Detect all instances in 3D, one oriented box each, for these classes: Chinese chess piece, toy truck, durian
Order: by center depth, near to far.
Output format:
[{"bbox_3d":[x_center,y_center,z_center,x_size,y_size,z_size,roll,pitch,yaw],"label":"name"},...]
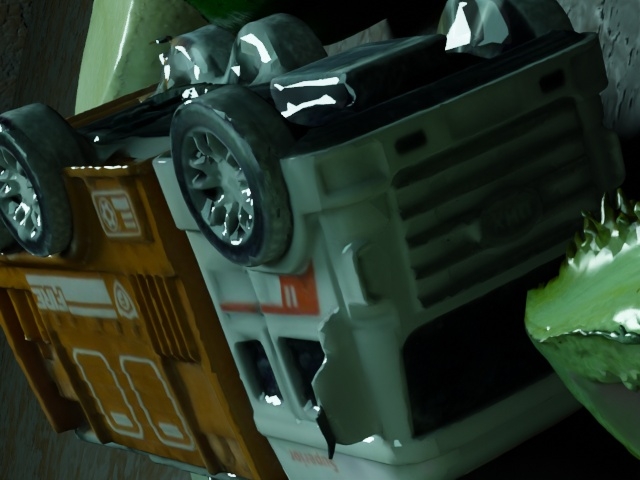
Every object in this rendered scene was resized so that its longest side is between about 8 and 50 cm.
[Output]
[{"bbox_3d":[0.153,0.023,0.516,0.095,0.137,0.221,-47,5,-15],"label":"durian"},{"bbox_3d":[-0.024,0.011,0.818,0.388,0.173,0.206,2,114,59],"label":"toy truck"},{"bbox_3d":[-0.144,-0.187,1.581,0.250,0.101,0.250,-168,90,-73],"label":"Chinese chess piece"}]

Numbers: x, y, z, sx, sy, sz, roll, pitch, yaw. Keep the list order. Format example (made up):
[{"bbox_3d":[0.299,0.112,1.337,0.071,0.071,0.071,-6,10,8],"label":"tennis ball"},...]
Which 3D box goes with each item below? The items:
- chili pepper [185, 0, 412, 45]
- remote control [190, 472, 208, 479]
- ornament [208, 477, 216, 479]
[{"bbox_3d":[-0.014,-0.201,1.090,0.261,0.174,0.165,164,92,-70],"label":"chili pepper"},{"bbox_3d":[-0.031,0.141,1.070,0.285,0.038,0.123,-173,71,-71],"label":"remote control"},{"bbox_3d":[-0.044,0.170,1.019,0.125,0.028,0.073,-147,46,-68],"label":"ornament"}]
